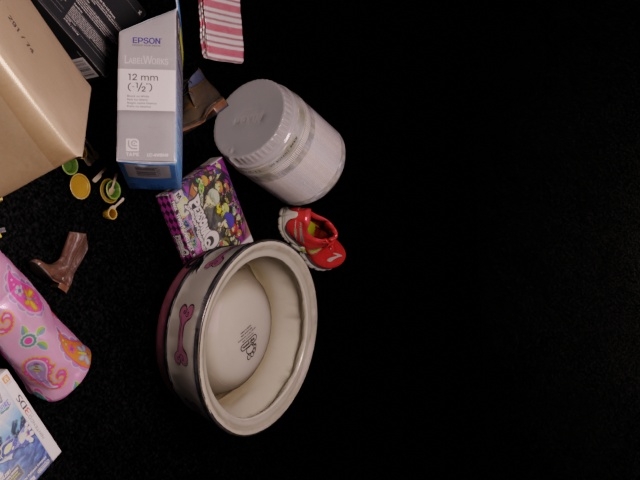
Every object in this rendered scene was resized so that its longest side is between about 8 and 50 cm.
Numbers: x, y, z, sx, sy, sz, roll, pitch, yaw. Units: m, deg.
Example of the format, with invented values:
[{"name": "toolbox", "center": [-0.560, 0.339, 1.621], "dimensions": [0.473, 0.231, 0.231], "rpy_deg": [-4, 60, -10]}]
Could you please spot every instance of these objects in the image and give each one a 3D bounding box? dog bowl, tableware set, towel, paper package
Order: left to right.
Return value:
[{"name": "paper package", "center": [-0.496, -0.265, 1.179], "dimensions": [0.325, 0.168, 0.309], "rpy_deg": [59, 7, -32]}, {"name": "tableware set", "center": [-0.423, -0.108, 1.522], "dimensions": [0.104, 0.024, 0.154], "rpy_deg": [-57, 133, -44]}, {"name": "towel", "center": [-0.234, -0.512, 1.882], "dimensions": [0.144, 0.029, 0.197], "rpy_deg": [-9, 96, -58]}, {"name": "dog bowl", "center": [-0.177, 0.192, 1.709], "dimensions": [0.408, 0.150, 0.408], "rpy_deg": [-15, 108, -56]}]

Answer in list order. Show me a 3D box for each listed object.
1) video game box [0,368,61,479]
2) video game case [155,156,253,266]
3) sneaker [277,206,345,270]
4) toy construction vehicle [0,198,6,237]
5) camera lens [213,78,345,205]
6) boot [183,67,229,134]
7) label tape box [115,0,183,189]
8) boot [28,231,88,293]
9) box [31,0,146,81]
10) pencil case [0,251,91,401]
[{"name": "video game box", "center": [-0.527, 0.337, 1.274], "dimensions": [0.205, 0.048, 0.187], "rpy_deg": [-54, 127, -47]}, {"name": "video game case", "center": [-0.246, -0.038, 1.778], "dimensions": [0.210, 0.041, 0.232], "rpy_deg": [-45, 123, -51]}, {"name": "sneaker", "center": [0.000, 0.000, 2.094], "dimensions": [0.279, 0.118, 0.107], "rpy_deg": [38, 55, -50]}, {"name": "toy construction vehicle", "center": [-0.542, -0.039, 1.293], "dimensions": [0.098, 0.035, 0.086], "rpy_deg": [-7, 76, -58]}, {"name": "camera lens", "center": [-0.088, -0.222, 1.889], "dimensions": [0.274, 0.219, 0.219], "rpy_deg": [34, 57, -51]}, {"name": "boot", "center": [-0.289, -0.289, 1.731], "dimensions": [0.106, 0.082, 0.219], "rpy_deg": [58, 34, -12]}, {"name": "label tape box", "center": [-0.315, -0.287, 1.522], "dimensions": [0.249, 0.115, 0.348], "rpy_deg": [138, -50, -80]}, {"name": "boot", "center": [-0.459, 0.022, 1.433], "dimensions": [0.106, 0.037, 0.114], "rpy_deg": [63, 39, -53]}, {"name": "box", "center": [-0.455, -0.437, 1.442], "dimensions": [0.261, 0.103, 0.184], "rpy_deg": [53, 48, -40]}, {"name": "pencil case", "center": [-0.490, 0.132, 1.300], "dimensions": [0.284, 0.124, 0.124], "rpy_deg": [59, 40, -34]}]
